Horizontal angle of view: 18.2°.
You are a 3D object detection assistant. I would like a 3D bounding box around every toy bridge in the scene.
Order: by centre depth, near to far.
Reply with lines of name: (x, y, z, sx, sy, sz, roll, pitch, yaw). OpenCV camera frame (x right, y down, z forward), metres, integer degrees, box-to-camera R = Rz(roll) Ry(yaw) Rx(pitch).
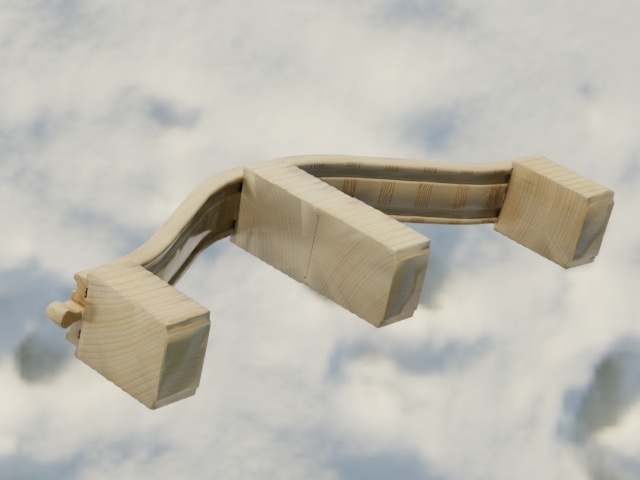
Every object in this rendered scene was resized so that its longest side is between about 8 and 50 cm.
toy bridge: (0.000, 0.000, 0.538, 0.188, 0.063, 0.026, -15, 126, -45)
